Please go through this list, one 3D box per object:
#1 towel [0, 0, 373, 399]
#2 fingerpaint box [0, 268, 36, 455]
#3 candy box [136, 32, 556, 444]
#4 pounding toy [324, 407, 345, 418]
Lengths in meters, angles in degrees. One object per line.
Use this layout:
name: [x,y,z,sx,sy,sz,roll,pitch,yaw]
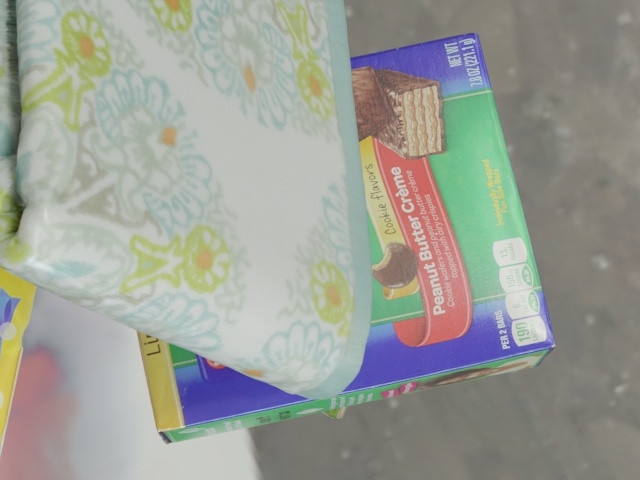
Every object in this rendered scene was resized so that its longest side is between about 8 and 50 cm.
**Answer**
towel: [-0.098,-0.104,1.258,0.090,0.320,0.374,-23,59,32]
fingerpaint box: [-0.336,0.021,1.531,0.371,0.163,0.445,178,104,-70]
candy box: [0.000,0.000,1.536,0.122,0.317,0.268,82,175,-77]
pounding toy: [0.007,0.047,1.742,0.110,0.183,0.237,22,146,4]
